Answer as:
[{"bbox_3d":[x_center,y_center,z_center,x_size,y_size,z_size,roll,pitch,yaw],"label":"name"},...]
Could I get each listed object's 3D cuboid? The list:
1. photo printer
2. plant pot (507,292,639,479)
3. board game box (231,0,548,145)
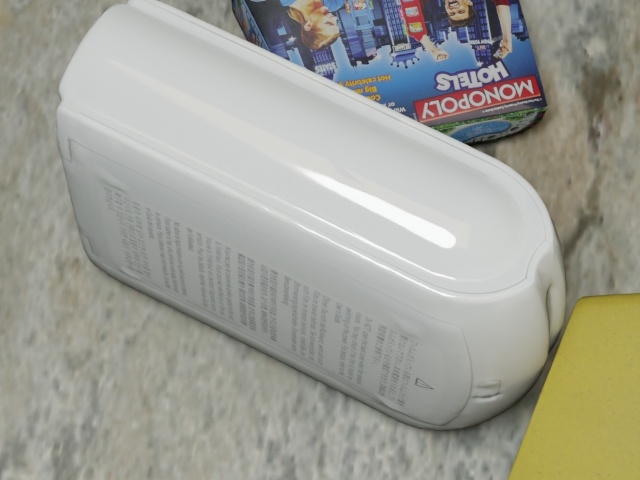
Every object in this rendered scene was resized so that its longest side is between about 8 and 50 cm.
[{"bbox_3d":[0.000,0.000,1.042,0.308,0.256,0.107,26,68,10],"label":"photo printer"},{"bbox_3d":[0.222,0.145,1.026,0.187,0.212,0.212,17,70,20],"label":"plant pot"},{"bbox_3d":[0.049,-0.106,1.188,0.194,0.060,0.194,-10,71,-4],"label":"board game box"}]
